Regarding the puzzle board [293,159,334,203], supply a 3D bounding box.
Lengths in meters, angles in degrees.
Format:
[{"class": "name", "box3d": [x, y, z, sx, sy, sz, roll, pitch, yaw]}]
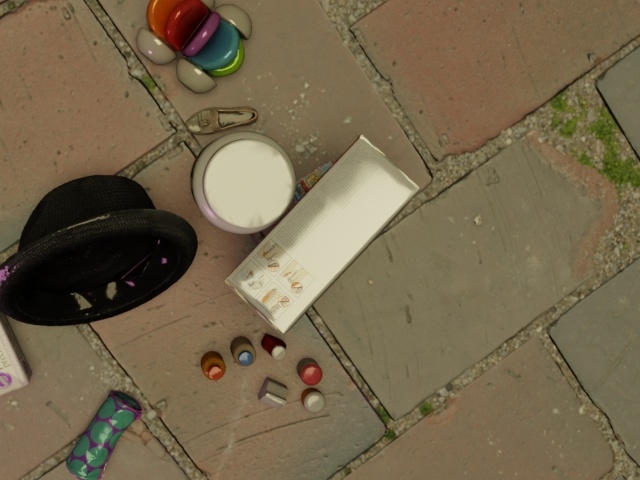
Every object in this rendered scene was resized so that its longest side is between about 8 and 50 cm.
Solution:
[{"class": "puzzle board", "box3d": [0.013, -0.065, 1.589, 0.096, 0.011, 0.128, -33, 100, -6]}]

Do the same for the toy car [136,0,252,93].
[{"class": "toy car", "box3d": [-0.204, -0.342, 1.465, 0.182, 0.136, 0.159, 36, 87, -11]}]

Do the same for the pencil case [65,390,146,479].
[{"class": "pencil case", "box3d": [-0.367, 0.334, 1.527, 0.070, 0.064, 0.151, 31, 89, 5]}]

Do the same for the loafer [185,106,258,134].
[{"class": "loafer", "box3d": [-0.168, -0.209, 1.531, 0.125, 0.039, 0.045, -11, 97, -9]}]

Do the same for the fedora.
[{"class": "fedora", "box3d": [-0.371, 0.003, 1.437, 0.334, 0.334, 0.152, -16, 62, -8]}]

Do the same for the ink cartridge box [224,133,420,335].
[{"class": "ink cartridge box", "box3d": [0.000, 0.000, 1.477, 0.130, 0.272, 0.309, 43, 86, 2]}]

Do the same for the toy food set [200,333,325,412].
[{"class": "toy food set", "box3d": [-0.084, 0.231, 1.548, 0.232, 0.104, 0.111, 27, 90, -11]}]

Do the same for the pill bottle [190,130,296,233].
[{"class": "pill bottle", "box3d": [-0.125, -0.093, 1.427, 0.162, 0.278, 0.162, -1, 95, -10]}]

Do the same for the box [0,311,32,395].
[{"class": "box", "box3d": [-0.568, 0.096, 1.463, 0.063, 0.067, 0.324, -22, 100, -7]}]
